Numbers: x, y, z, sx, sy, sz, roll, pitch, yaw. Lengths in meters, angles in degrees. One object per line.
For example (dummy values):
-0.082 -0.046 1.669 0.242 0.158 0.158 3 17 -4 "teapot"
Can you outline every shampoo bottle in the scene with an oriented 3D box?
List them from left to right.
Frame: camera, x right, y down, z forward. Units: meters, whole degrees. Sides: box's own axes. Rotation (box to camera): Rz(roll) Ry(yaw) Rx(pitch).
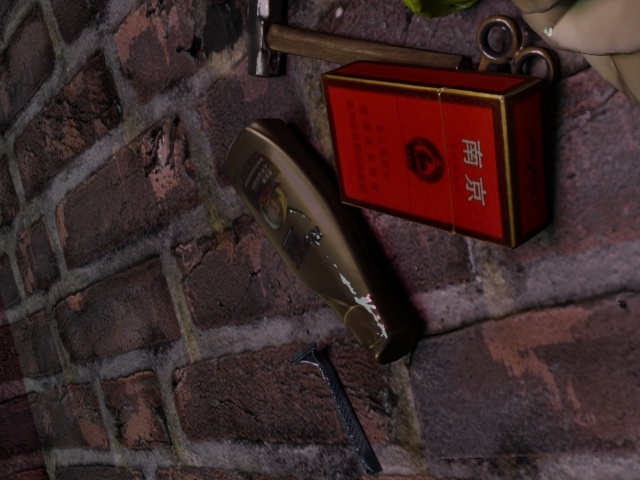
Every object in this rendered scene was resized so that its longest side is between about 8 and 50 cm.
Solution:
0.000 0.000 1.076 0.350 0.084 0.125 55 138 26 "shampoo bottle"

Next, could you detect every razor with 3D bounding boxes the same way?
0.030 0.225 1.158 0.190 0.033 0.066 60 142 13 "razor"

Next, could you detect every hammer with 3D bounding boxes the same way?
0.031 -0.223 1.002 0.365 0.044 0.111 24 119 46 "hammer"

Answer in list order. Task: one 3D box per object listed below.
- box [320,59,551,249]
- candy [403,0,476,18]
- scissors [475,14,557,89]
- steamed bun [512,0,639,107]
0.111 -0.094 0.867 0.240 0.074 0.153 18 123 45 "box"
0.096 -0.317 0.835 0.097 0.097 0.209 -41 63 52 "candy"
0.154 -0.127 0.869 0.088 0.017 0.220 43 141 10 "scissors"
0.217 -0.248 0.560 0.394 0.238 0.346 42 133 38 "steamed bun"
